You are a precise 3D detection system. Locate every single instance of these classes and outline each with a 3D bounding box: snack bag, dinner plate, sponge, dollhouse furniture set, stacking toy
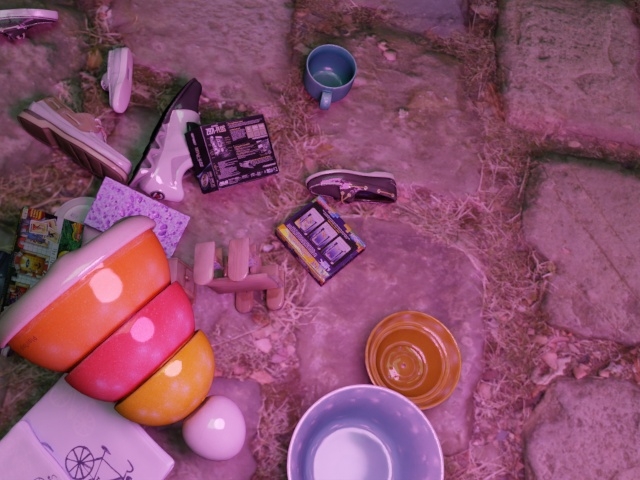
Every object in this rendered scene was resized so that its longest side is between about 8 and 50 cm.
[{"bbox_3d":[-0.475,0.438,1.287,0.323,0.037,0.342,39,80,25],"label":"snack bag"},{"bbox_3d":[-0.535,-0.036,1.566,0.141,0.017,0.141,3,68,-8],"label":"dinner plate"},{"bbox_3d":[-0.413,-0.045,1.560,0.210,0.031,0.117,26,80,-8],"label":"sponge"},{"bbox_3d":[-0.215,0.118,1.466,0.242,0.212,0.161,-7,67,15],"label":"dollhouse furniture set"},{"bbox_3d":[-0.320,0.225,1.292,0.350,0.350,0.480,-42,97,-21],"label":"stacking toy"}]

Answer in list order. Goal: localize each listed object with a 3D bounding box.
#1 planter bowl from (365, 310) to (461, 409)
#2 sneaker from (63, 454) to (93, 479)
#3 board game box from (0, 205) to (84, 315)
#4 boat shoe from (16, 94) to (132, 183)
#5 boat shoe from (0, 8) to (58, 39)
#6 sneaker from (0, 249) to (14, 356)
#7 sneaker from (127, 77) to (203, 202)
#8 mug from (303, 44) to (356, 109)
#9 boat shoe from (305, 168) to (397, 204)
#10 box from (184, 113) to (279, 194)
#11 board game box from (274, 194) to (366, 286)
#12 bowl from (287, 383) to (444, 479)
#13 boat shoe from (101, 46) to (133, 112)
[{"bbox_3d":[0.195,0.272,1.539,0.217,0.090,0.217,4,68,-9],"label":"planter bowl"},{"bbox_3d":[-0.480,0.459,1.341,0.129,0.111,0.297,14,66,2],"label":"sneaker"},{"bbox_3d":[-0.580,0.064,1.447,0.136,0.030,0.260,21,55,-36],"label":"board game box"},{"bbox_3d":[-0.544,-0.241,1.583,0.302,0.113,0.103,31,65,9],"label":"boat shoe"},{"bbox_3d":[-0.751,-0.525,1.688,0.219,0.078,0.070,-10,106,-17],"label":"boat shoe"},{"bbox_3d":[-0.679,0.122,1.433,0.163,0.086,0.226,15,57,-16],"label":"sneaker"},{"bbox_3d":[-0.325,-0.230,1.636,0.146,0.122,0.331,28,62,-20],"label":"sneaker"},{"bbox_3d":[0.012,-0.408,1.761,0.129,0.097,0.158,41,69,6],"label":"mug"},{"bbox_3d":[0.077,-0.124,1.673,0.227,0.081,0.069,-1,66,-13],"label":"boat shoe"},{"bbox_3d":[-0.202,-0.200,1.598,0.180,0.077,0.147,-21,98,-39],"label":"box"},{"bbox_3d":[0.000,0.000,1.631,0.141,0.048,0.170,-38,81,-19],"label":"board game box"},{"bbox_3d":[0.078,0.461,1.407,0.311,0.163,0.312,3,68,-8],"label":"bowl"},{"bbox_3d":[-0.500,-0.391,1.684,0.063,0.066,0.184,-2,72,4],"label":"boat shoe"}]
